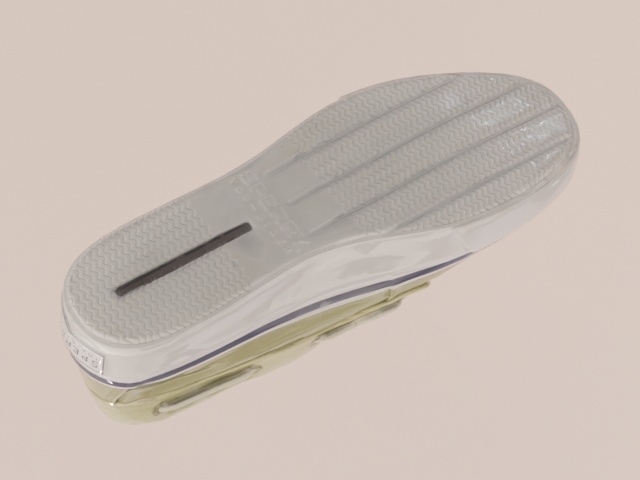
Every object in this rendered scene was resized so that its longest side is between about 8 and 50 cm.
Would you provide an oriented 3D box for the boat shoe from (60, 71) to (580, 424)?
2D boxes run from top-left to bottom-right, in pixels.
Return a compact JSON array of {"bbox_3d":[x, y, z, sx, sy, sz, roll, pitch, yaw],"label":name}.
[{"bbox_3d":[0.000,0.000,0.948,0.302,0.094,0.109,-23,-120,-17],"label":"boat shoe"}]
